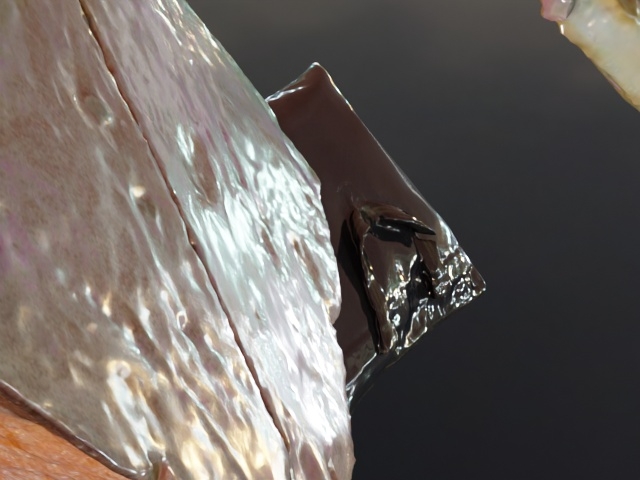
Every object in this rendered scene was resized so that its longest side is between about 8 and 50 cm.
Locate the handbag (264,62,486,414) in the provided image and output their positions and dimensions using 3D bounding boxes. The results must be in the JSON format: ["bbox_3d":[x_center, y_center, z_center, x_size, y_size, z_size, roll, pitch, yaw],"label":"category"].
[{"bbox_3d":[0.000,0.000,1.266,0.088,0.211,0.254,-37,180,35],"label":"handbag"}]

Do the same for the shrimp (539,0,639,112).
[{"bbox_3d":[0.183,-0.013,0.684,0.287,0.068,0.185,48,-170,1],"label":"shrimp"}]

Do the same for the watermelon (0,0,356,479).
[{"bbox_3d":[-0.131,0.033,0.708,0.222,0.292,0.319,-30,-140,18],"label":"watermelon"}]
